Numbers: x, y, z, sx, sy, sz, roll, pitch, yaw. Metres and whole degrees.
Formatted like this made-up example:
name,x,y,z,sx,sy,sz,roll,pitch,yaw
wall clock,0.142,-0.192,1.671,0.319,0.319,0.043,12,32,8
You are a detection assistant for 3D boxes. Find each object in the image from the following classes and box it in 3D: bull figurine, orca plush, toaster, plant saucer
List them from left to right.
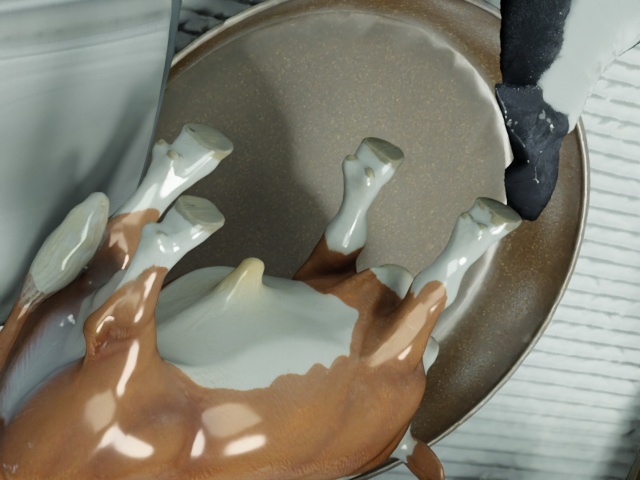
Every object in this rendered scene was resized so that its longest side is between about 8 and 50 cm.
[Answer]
name,x,y,z,sx,sy,sz,roll,pitch,yaw
toaster,-0.153,-0.060,0.705,0.146,0.129,0.227,-23,137,-57
bull figurine,-0.019,0.047,0.772,0.310,0.101,0.188,-4,127,-47
plant saucer,0.000,0.000,0.895,0.311,0.050,0.310,-12,122,-19
orca plush,0.141,-0.134,0.837,0.151,0.102,0.287,37,66,-30

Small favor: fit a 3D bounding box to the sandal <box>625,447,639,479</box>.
name,x,y,z,sx,sy,sz,roll,pitch,yaw
sandal,0.206,0.199,1.108,0.090,0.060,0.219,14,100,-23
